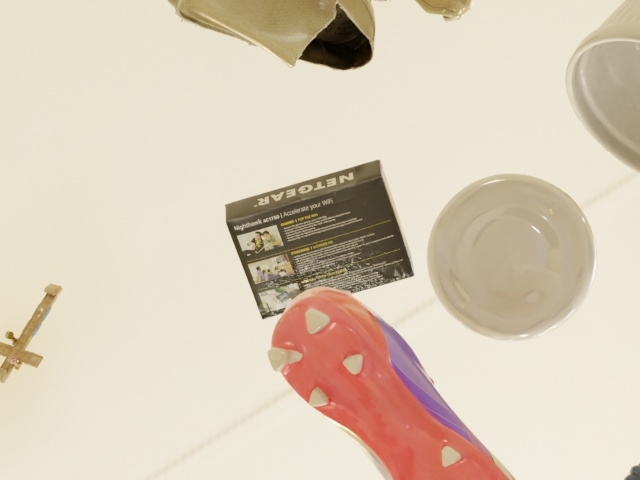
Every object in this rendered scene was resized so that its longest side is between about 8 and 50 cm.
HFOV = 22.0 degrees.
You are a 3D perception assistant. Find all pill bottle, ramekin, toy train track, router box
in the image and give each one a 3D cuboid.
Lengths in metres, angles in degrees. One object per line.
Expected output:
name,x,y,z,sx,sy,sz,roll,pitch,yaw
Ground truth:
pill bottle,0.154,0.014,1.279,0.221,0.124,0.124,2,-74,-81
ramekin,0.353,-0.156,1.594,0.109,0.207,0.207,-52,-46,-26
toy train track,-0.213,0.065,1.185,0.083,0.048,0.014,-61,-36,-23
router box,0.000,0.000,1.790,0.179,0.046,0.133,-16,-61,5

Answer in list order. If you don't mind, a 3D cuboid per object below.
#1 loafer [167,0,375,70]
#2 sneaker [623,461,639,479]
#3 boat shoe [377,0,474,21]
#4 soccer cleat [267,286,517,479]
loafer,-0.020,-0.122,0.846,0.148,0.050,0.056,3,-42,-45
sneaker,0.149,0.174,0.590,0.296,0.112,0.131,-58,-41,-12
boat shoe,0.054,-0.314,1.785,0.113,0.302,0.103,11,-81,-45
soccer cleat,0.067,0.127,1.011,0.083,0.248,0.095,-45,-8,24
